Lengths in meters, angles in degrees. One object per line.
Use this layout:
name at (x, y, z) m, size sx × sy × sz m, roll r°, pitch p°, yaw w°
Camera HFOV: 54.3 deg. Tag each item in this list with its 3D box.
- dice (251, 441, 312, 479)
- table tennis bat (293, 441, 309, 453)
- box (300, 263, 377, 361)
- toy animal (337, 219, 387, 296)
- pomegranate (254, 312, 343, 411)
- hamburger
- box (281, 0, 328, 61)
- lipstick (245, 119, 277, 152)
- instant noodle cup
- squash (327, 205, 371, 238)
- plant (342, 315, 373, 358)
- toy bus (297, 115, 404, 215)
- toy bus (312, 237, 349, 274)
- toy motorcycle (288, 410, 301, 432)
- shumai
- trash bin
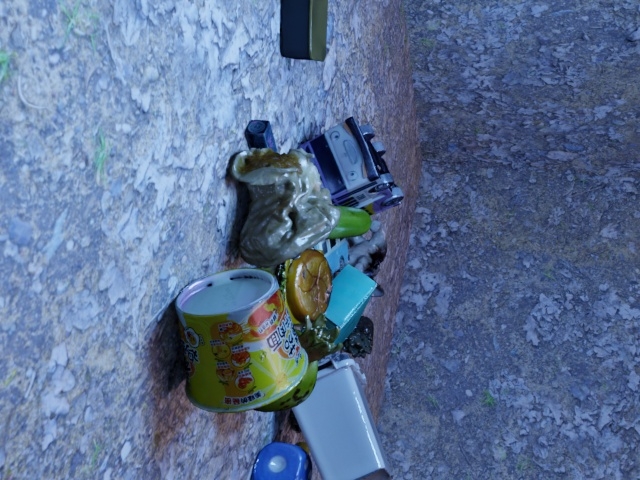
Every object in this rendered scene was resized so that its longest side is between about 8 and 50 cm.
dice at (-0.108, 0.669, 1.769) m, size 0.146 × 0.143 × 0.146 m, roll -68°, pitch 158°, yaw -44°
table tennis bat at (-0.085, 0.772, 1.862) m, size 0.054 × 0.224 × 0.369 m, roll 34°, pitch 41°, yaw -20°
box at (0.041, 0.238, 1.912) m, size 0.205 × 0.118 × 0.311 m, roll -48°, pitch 167°, yaw -33°
toy animal at (0.153, 0.104, 2.375) m, size 0.303 × 0.194 × 0.344 m, roll 72°, pitch 33°, yaw -42°
pomegranate at (-0.103, 0.277, 1.474) m, size 0.286 × 0.230 × 0.231 m, roll -60°, pitch -177°, yaw 41°
hamburger at (-0.066, 0.119, 1.661) m, size 0.261 × 0.138 × 0.243 m, roll 17°, pitch 75°, yaw -57°
box at (-0.042, -0.579, 1.652) m, size 0.144 × 0.090 × 0.201 m, roll -37°, pitch 131°, yaw -68°
lipstick at (-0.125, -0.171, 1.586) m, size 0.312 × 0.051 × 0.051 m, roll 77°, pitch 22°, yaw -50°
instant noodle cup at (-0.166, 0.186, 1.247) m, size 0.264 × 0.264 × 0.200 m, roll -54°, pitch 139°, yaw -60°
squash at (0.046, -0.053, 1.808) m, size 0.378 × 0.101 × 0.102 m, roll 2°, pitch 94°, yaw -58°
plant at (0.154, 0.406, 2.591) m, size 0.194 × 0.132 × 0.129 m, roll -65°, pitch 152°, yaw -59°
toy bus at (0.095, -0.204, 1.964) m, size 0.440 × 0.249 × 0.209 m, roll 24°, pitch 44°, yaw -73°
toy bus at (-0.006, 0.028, 1.914) m, size 0.271 × 0.133 × 0.165 m, roll -36°, pitch 125°, yaw -66°
toy motorcycle at (-0.051, 0.566, 2.081) m, size 0.173 × 0.058 × 0.100 m, roll -54°, pitch 140°, yaw -56°
shumai at (-0.116, -0.102, 1.491) m, size 0.262 × 0.267 × 0.314 m, roll 61°, pitch -5°, yaw -11°
trash bin at (0.050, 0.537, 1.821) m, size 0.296 × 0.255 × 0.368 m, roll 66°, pitch 1°, yaw -57°
